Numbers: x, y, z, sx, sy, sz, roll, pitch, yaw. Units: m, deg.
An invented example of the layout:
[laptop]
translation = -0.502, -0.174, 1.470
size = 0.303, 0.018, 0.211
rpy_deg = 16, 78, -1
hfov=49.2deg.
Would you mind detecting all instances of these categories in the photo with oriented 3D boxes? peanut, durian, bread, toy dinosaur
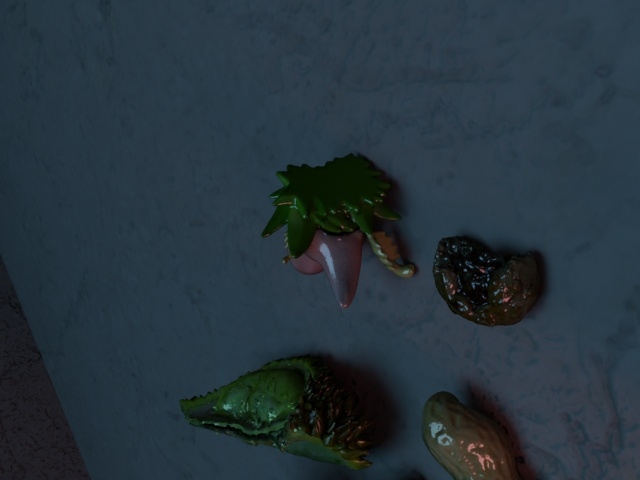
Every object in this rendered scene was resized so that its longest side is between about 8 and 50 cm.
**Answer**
[peanut]
translation = 0.168, 0.243, 0.728
size = 0.082, 0.082, 0.187
rpy_deg = -39, 74, 53
[durian]
translation = -0.053, 0.252, 0.954
size = 0.352, 0.169, 0.158
rpy_deg = -11, 95, 54
[bread]
translation = 0.155, 0.043, 0.676
size = 0.113, 0.060, 0.082
rpy_deg = 12, 112, 49
[toy dinosaur]
translation = -0.006, 0.003, 0.812
size = 0.194, 0.152, 0.177
rpy_deg = 47, 147, 40
